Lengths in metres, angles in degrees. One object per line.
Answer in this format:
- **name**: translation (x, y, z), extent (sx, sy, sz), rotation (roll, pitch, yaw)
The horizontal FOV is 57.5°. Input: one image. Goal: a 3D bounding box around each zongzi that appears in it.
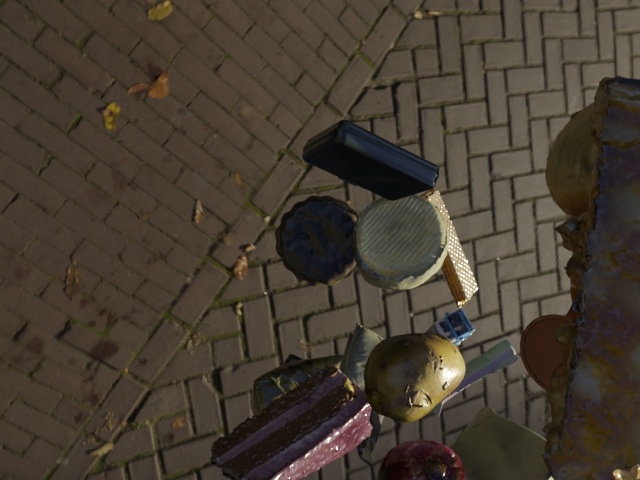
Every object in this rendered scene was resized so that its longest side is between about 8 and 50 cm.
- **zongzi**: translation (-0.059, 0.421, 1.692), extent (0.300, 0.274, 0.145), rotation (-24, 76, -17)

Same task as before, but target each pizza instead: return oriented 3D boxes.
- **pizza**: translation (0.355, 0.080, 0.584), extent (0.406, 0.130, 0.440), rotation (-47, 70, 6)

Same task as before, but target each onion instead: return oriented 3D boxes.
- **onion**: translation (0.208, 0.528, 1.239), extent (0.201, 0.201, 0.207), rotation (16, 61, -25)

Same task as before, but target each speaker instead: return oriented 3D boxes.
- **speaker**: translation (0.032, 0.542, 1.891), extent (0.184, 0.389, 0.180), rotation (-58, 148, -17)

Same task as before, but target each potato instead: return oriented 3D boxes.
- **potato**: translation (0.145, 0.203, 0.908), extent (0.176, 0.137, 0.137), rotation (-27, 111, -46)

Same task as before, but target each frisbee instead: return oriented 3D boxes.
- **frisbee**: translation (0.693, 0.334, 1.683), extent (0.021, 0.251, 0.250), rotation (-12, 104, -41)

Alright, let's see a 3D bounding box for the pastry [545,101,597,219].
- **pastry**: translation (0.687, -0.155, 1.243), extent (0.389, 0.388, 0.312), rotation (34, 86, -24)

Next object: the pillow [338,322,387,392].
- **pillow**: translation (0.109, 0.287, 1.323), extent (0.134, 0.077, 0.181), rotation (22, 46, -1)

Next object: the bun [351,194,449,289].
- **bun**: translation (0.224, 0.009, 1.640), extent (0.287, 0.287, 0.146), rotation (-47, 157, -10)

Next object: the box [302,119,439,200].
- **box**: translation (0.095, -0.146, 1.108), extent (0.230, 0.160, 0.050), rotation (21, 73, -24)

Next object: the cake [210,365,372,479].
- **cake**: translation (-0.030, 0.288, 0.899), extent (0.295, 0.116, 0.112), rotation (-13, 120, -48)

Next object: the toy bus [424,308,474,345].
- **toy bus**: translation (0.453, 0.349, 2.132), extent (0.131, 0.297, 0.106), rotation (-24, 70, -13)

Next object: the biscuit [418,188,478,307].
- **biscuit**: translation (0.396, 0.025, 1.826), extent (0.094, 0.054, 0.378), rotation (-29, 98, -45)

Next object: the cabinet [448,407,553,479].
- **cabinet**: translation (0.584, 0.740, 1.783), extent (0.227, 0.290, 0.317), rotation (-40, 126, -25)

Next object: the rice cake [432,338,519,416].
- **rice cake**: translation (0.399, 0.367, 1.552), extent (0.290, 0.081, 0.051), rotation (-33, 134, -5)

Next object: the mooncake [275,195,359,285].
- **mooncake**: translation (0.000, 0.000, 1.817), extent (0.291, 0.161, 0.290), rotation (0, 89, 5)
